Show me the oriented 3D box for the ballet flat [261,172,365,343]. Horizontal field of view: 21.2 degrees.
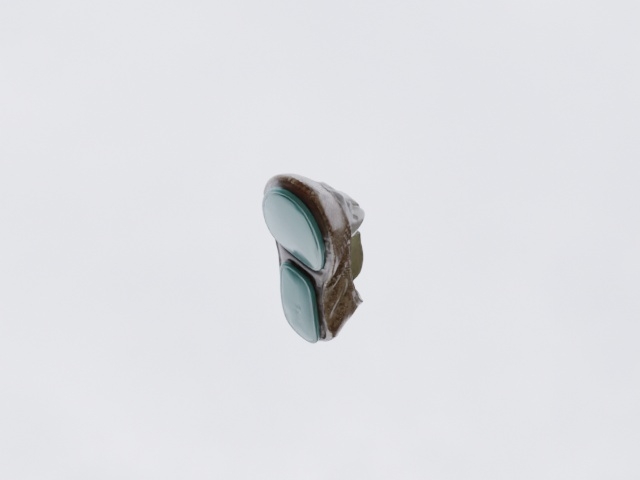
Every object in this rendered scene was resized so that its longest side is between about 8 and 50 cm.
[{"bbox_3d":[0.000,0.000,1.270,0.073,0.206,0.067,39,-113,21],"label":"ballet flat"}]
